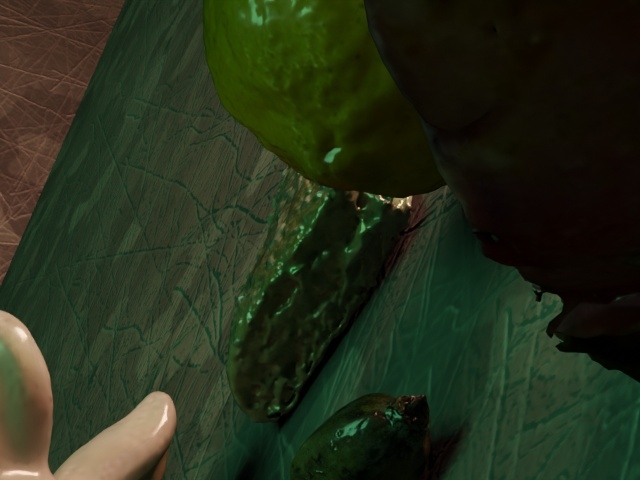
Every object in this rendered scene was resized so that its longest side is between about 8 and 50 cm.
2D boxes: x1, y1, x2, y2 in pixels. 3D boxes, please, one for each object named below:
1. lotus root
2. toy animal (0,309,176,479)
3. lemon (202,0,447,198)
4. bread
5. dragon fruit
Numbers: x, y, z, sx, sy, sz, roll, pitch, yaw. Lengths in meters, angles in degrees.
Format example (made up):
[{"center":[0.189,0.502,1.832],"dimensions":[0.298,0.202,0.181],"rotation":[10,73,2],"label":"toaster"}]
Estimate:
[{"center":[0.021,0.105,0.804],"dimensions":[0.099,0.054,0.049],"rotation":[-47,11,45],"label":"lotus root"},{"center":[-0.205,0.235,0.963],"dimensions":[0.241,0.196,0.368],"rotation":[18,78,45],"label":"toy animal"},{"center":[0.041,-0.139,0.880],"dimensions":[0.204,0.204,0.260],"rotation":[-31,35,64],"label":"lemon"},{"center":[0.000,0.000,1.045],"dimensions":[0.232,0.064,0.172],"rotation":[-69,14,-18],"label":"bread"},{"center":[0.146,-0.139,0.421],"dimensions":[0.262,0.314,0.296],"rotation":[-12,56,19],"label":"dragon fruit"}]
